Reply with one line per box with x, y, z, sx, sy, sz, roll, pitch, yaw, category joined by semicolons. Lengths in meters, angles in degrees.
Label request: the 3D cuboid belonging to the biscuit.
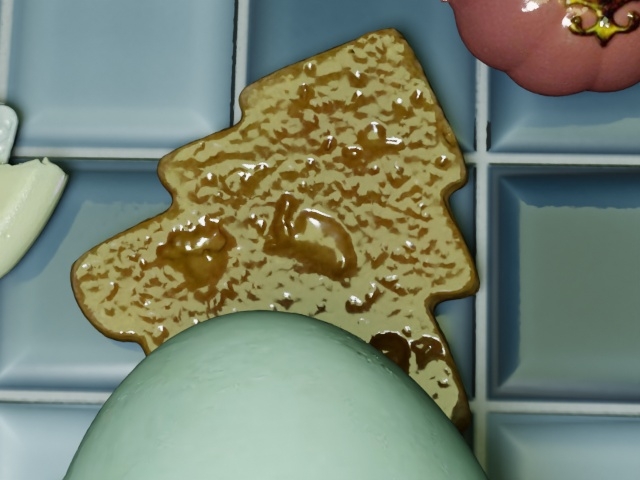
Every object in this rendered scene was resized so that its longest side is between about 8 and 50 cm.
0.000;0.000;0.976;0.278;0.043;0.301;25;81;8;biscuit

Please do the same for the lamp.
0.164;-0.183;0.965;0.182;0.140;0.182;0;95;-6;lamp

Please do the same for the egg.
-0.019;0.231;0.809;0.276;0.276;0.389;-8;89;1;egg

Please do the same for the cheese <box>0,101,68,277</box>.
-0.248;0.012;0.982;0.127;0.050;0.235;13;78;4;cheese
